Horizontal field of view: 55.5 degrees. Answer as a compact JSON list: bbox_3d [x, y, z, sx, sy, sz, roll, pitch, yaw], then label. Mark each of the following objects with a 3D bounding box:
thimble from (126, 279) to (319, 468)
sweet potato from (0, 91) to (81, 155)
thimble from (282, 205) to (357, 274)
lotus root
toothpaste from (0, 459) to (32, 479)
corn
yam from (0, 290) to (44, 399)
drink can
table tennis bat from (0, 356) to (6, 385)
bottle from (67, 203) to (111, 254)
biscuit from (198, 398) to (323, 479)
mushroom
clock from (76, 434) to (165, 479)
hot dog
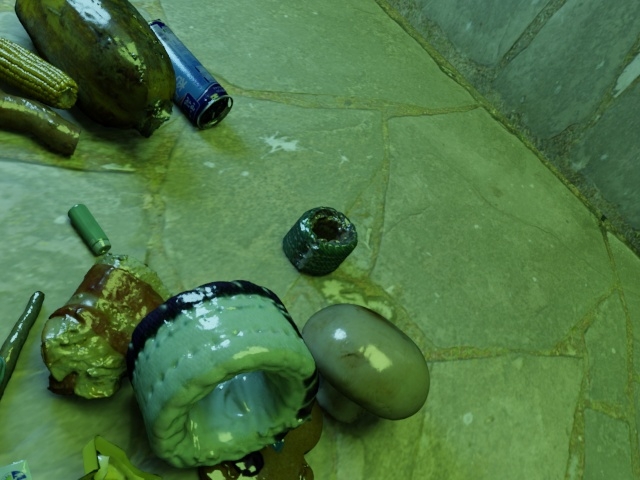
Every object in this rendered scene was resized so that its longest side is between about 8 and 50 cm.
[{"bbox_3d":[-0.127,0.172,0.765,0.237,0.237,0.150,8,34,-36],"label":"thimble"},{"bbox_3d":[-0.524,-0.216,0.963,0.281,0.059,0.067,21,32,-26],"label":"sweet potato"},{"bbox_3d":[0.001,-0.002,1.182,0.135,0.090,0.118,-10,57,-44],"label":"thimble"},{"bbox_3d":[-0.401,-0.344,1.093,0.397,0.196,0.179,50,43,7],"label":"lotus root"},{"bbox_3d":[-0.280,0.382,0.567,0.081,0.067,0.337,-3,55,-46],"label":"toothpaste"},{"bbox_3d":[-0.493,-0.282,1.022,0.207,0.068,0.068,30,35,12],"label":"corn"},{"bbox_3d":[-0.386,0.150,0.741,0.029,0.027,0.234,2,43,-1],"label":"yam"},{"bbox_3d":[-0.291,-0.348,1.272,0.235,0.097,0.097,48,37,9],"label":"drink can"},{"bbox_3d":[-0.474,0.135,0.652,0.244,0.040,0.153,8,48,-23],"label":"table tennis bat"},{"bbox_3d":[-0.354,-0.017,0.934,0.083,0.030,0.030,51,38,12],"label":"bottle"},{"bbox_3d":[-0.076,0.280,0.876,0.180,0.039,0.236,38,35,-2],"label":"biscuit"},{"bbox_3d":[0.063,0.203,0.977,0.226,0.178,0.226,43,4,-3],"label":"mushroom"},{"bbox_3d":[-0.183,0.367,0.608,0.277,0.071,0.293,44,15,-16],"label":"clock"},{"bbox_3d":[-0.286,0.114,0.812,0.146,0.103,0.213,54,45,-19],"label":"hot dog"}]
